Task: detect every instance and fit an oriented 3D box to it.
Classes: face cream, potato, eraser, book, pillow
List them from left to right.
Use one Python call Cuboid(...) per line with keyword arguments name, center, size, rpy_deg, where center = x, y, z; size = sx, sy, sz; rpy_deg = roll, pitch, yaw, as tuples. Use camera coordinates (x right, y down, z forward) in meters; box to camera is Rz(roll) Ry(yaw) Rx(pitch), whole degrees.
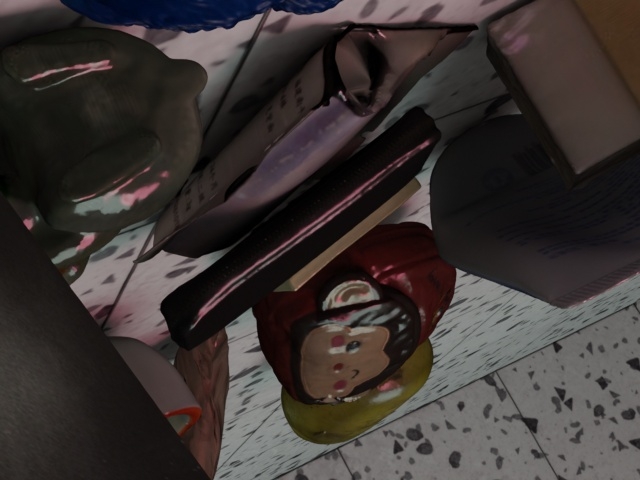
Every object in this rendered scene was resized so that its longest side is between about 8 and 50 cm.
Cuboid(name="pillow", center=(-0.134, 0.204, 1.380), size=(0.067, 0.270, 0.173), rpy_deg=(10, 139, -5))
Cuboid(name="book", center=(0.000, 0.000, 1.150), size=(0.138, 0.016, 0.199), rpy_deg=(-39, -173, -15))
Cuboid(name="potato", center=(0.042, 0.177, 1.768), size=(0.197, 0.148, 0.228), rpy_deg=(-48, 178, -18))
Cuboid(name="face cream", center=(0.212, -0.034, 1.121), size=(0.235, 0.137, 0.420), rpy_deg=(-28, -169, -10))
Cuboid(name="eraser", center=(0.305, -0.181, 1.021), size=(0.343, 0.144, 0.078), rpy_deg=(-30, 168, 0))

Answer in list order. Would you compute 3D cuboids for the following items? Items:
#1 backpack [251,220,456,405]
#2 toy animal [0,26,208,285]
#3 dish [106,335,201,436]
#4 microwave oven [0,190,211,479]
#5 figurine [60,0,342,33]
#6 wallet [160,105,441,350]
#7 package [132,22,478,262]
Cuboid(name="backpack", center=(0.039, 0.063, 1.401), size=(0.229, 0.139, 0.229), rpy_deg=(-22, 146, -16))
Cuboid(name="toy animal", center=(-0.147, -0.024, 0.754), size=(0.138, 0.108, 0.236), rpy_deg=(-22, 165, -28))
Cuboid(name="dish", center=(-0.245, 0.165, 1.217), size=(0.256, 0.117, 0.256), rpy_deg=(-26, 167, -7))
Cuboid(name="microwave oven", center=(-0.300, 0.149, 0.538), size=(0.432, 0.374, 0.236), rpy_deg=(-41, 172, 26))
Cuboid(name="figurine", center=(-0.035, -0.137, 0.547), size=(0.164, 0.120, 0.262), rpy_deg=(-40, 165, 26))
Cuboid(name="wallet", center=(-0.013, -0.011, 0.980), size=(0.250, 0.044, 0.149), rpy_deg=(-38, 176, -8))
Cuboid(name="package", center=(-0.008, -0.079, 0.966), size=(0.204, 0.062, 0.251), rpy_deg=(-39, 176, 35))
